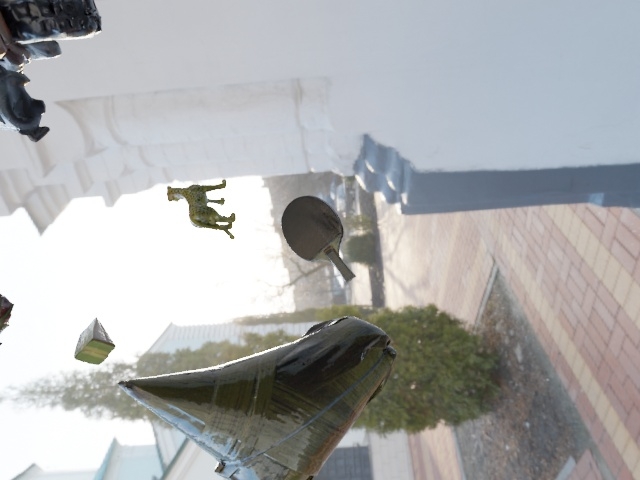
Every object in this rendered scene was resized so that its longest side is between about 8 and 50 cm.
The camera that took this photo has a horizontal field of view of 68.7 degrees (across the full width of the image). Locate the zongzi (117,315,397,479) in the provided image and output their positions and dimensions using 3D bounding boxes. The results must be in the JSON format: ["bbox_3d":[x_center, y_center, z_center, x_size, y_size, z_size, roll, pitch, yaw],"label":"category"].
[{"bbox_3d":[-0.065,0.173,0.619,0.300,0.286,0.138,47,164,-27],"label":"zongzi"}]

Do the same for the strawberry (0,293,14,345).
[{"bbox_3d":[-0.921,0.210,1.125,0.239,0.288,0.250,80,-160,-47],"label":"strawberry"}]

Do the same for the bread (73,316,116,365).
[{"bbox_3d":[-0.620,0.255,1.244,0.139,0.074,0.084,39,175,35],"label":"bread"}]

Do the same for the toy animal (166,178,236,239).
[{"bbox_3d":[-0.273,-0.069,1.074,0.073,0.136,0.181,111,146,-41],"label":"toy animal"}]

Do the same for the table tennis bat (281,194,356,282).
[{"bbox_3d":[0.000,0.000,1.024,0.220,0.130,0.019,52,-165,11],"label":"table tennis bat"}]

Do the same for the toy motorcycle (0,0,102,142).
[{"bbox_3d":[-0.260,-0.135,0.299,0.207,0.400,0.134,-52,-39,-55],"label":"toy motorcycle"}]
